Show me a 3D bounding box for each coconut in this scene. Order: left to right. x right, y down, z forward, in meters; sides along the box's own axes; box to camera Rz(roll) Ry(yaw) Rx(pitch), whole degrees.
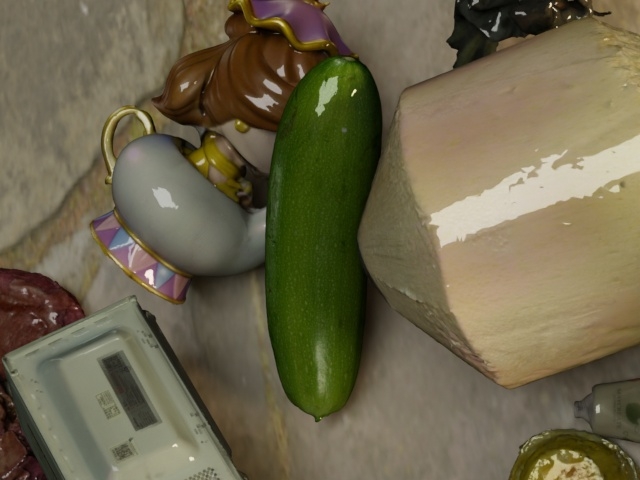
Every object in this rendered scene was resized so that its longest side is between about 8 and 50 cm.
[{"bbox_3d":[0.143,-0.020,1.036,0.244,0.239,0.239,-18,70,19],"label":"coconut"}]

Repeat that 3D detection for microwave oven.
[{"bbox_3d":[-0.139,0.173,1.138,0.122,0.162,0.208,-25,64,-19],"label":"microwave oven"}]

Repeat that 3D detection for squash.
[{"bbox_3d":[-0.002,-0.002,1.118,0.082,0.082,0.292,18,119,26],"label":"squash"}]

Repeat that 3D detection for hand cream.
[{"bbox_3d":[0.264,0.122,1.060,0.165,0.037,0.057,-1,76,17],"label":"hand cream"}]

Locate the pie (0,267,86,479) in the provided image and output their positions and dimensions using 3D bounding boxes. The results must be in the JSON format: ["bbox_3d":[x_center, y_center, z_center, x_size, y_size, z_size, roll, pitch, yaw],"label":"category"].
[{"bbox_3d":[-0.296,0.128,1.287,0.204,0.054,0.218,1,77,23],"label":"pie"}]

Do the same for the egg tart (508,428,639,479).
[{"bbox_3d":[0.181,0.182,1.073,0.105,0.039,0.105,-6,72,21],"label":"egg tart"}]

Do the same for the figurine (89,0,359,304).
[{"bbox_3d":[-0.067,-0.080,1.189,0.189,0.142,0.263,40,99,3],"label":"figurine"}]

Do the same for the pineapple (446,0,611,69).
[{"bbox_3d":[0.222,-0.246,1.087,0.357,0.223,0.223,-29,66,29],"label":"pineapple"}]
